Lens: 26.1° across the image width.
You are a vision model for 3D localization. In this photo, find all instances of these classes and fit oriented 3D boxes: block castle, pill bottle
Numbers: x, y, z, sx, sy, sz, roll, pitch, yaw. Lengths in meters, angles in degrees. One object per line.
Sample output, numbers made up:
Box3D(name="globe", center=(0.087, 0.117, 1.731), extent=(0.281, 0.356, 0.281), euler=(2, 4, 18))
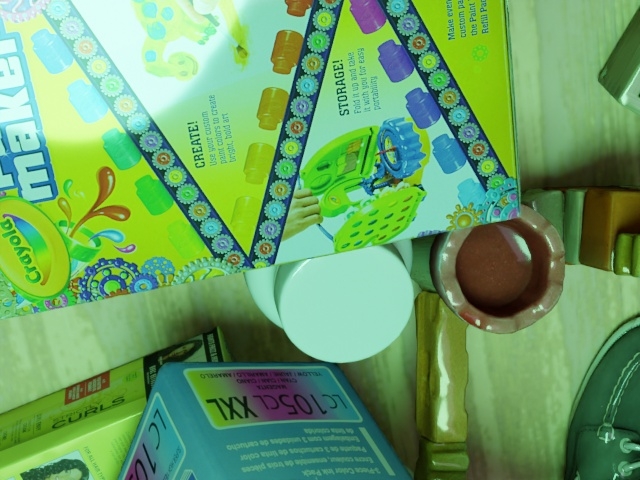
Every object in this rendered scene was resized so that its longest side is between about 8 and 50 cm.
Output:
Box3D(name="block castle", center=(0.287, 0.114, 0.958), extent=(0.453, 0.213, 0.303), euler=(0, 93, -12))
Box3D(name="pill bottle", center=(0.000, 0.000, 0.916), extent=(0.112, 0.186, 0.112), euler=(-4, 116, -9))

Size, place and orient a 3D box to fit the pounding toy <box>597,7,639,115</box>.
Box3D(name="pounding toy", center=(0.282, -0.117, 0.979), extent=(0.141, 0.100, 0.130), euler=(26, 107, -10))

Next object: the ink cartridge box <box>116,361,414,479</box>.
Box3D(name="ink cartridge box", center=(-0.005, 0.300, 0.858), extent=(0.151, 0.395, 0.270), euler=(-1, 127, -34))

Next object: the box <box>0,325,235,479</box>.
Box3D(name="box", center=(-0.168, 0.144, 1.009), extent=(0.232, 0.087, 0.058), euler=(-22, 115, 1))

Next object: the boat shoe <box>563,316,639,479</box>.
Box3D(name="boat shoe", center=(0.246, 0.227, 1.120), extent=(0.112, 0.095, 0.335), euler=(7, 113, -14))

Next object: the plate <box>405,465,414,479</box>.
Box3D(name="plate", center=(-0.008, 0.280, 1.125), extent=(0.278, 0.045, 0.277), euler=(39, 103, -24))

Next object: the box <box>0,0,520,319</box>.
Box3D(name="box", center=(-0.065, -0.122, 0.789), extent=(0.279, 0.290, 0.177), euler=(-11, 117, -5))
